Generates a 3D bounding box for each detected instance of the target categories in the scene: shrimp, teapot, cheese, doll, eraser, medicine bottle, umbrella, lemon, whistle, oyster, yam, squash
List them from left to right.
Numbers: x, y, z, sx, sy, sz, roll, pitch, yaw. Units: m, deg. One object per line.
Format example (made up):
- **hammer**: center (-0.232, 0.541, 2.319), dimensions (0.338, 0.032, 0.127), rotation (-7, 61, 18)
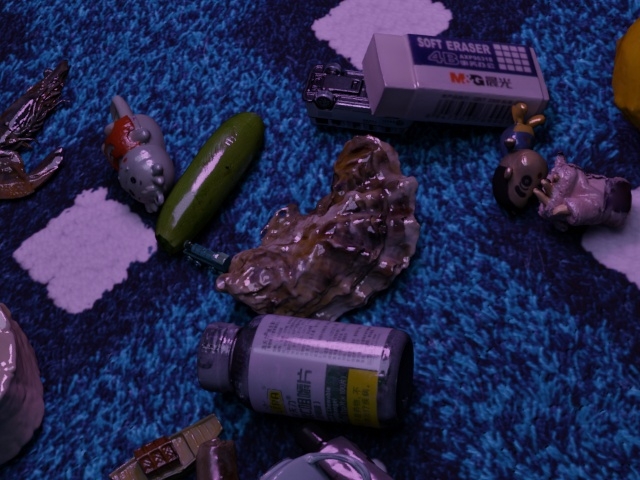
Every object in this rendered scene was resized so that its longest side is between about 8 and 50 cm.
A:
- **cheese**: center (-0.577, 0.203, 1.905), dimensions (0.332, 0.153, 0.292), rotation (-1, 55, 10)
- **shrimp**: center (-0.492, -0.189, 2.234), dimensions (0.169, 0.058, 0.296), rotation (27, 68, 20)
- **whistle**: center (-0.303, -0.148, 2.123), dimensions (0.102, 0.105, 0.253), rotation (-44, 50, 23)
- **squash**: center (-0.177, -0.102, 2.081), dimensions (0.082, 0.082, 0.292), rotation (21, 62, 25)
- **yam**: center (-0.142, 0.415, 1.712), dimensions (0.067, 0.071, 0.317), rotation (-6, 56, 9)
- **teapot**: center (-0.022, 0.372, 1.672), dimensions (0.159, 0.159, 0.232), rotation (41, 102, 32)
- **medicine bottle**: center (-0.023, 0.179, 1.809), dimensions (0.293, 0.141, 0.141), rotation (6, 57, 16)
- **oyster**: center (0.000, -0.001, 1.949), dimensions (0.351, 0.115, 0.238), rotation (-29, 54, -9)
- **umbrella**: center (0.088, 0.353, 1.707), dimensions (0.073, 0.067, 0.337), rotation (-26, 50, -36)
- **eraser**: center (0.214, -0.254, 2.043), dimensions (0.279, 0.081, 0.124), rotation (3, 54, -16)
- **doll**: center (0.313, -0.125, 1.985), dimensions (0.089, 0.102, 0.179), rotation (-4, 68, 47)
- **lemon**: center (0.571, -0.241, 1.928), dimensions (0.288, 0.233, 0.233), rotation (32, 67, 20)

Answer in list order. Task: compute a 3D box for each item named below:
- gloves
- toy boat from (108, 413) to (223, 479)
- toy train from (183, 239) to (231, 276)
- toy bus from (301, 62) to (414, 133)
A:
- **gloves**: center (0.392, -0.062, 1.923), dimensions (0.144, 0.094, 0.110), rotation (26, 74, 7)
- **toy boat**: center (-0.215, 0.304, 1.810), dimensions (0.172, 0.066, 0.065), rotation (-28, 51, -9)
- **toy train**: center (-0.178, 0.027, 2.011), dimensions (0.092, 0.045, 0.029), rotation (25, 61, 24)
- **toy bus**: center (0.071, -0.228, 2.108), dimensions (0.193, 0.089, 0.087), rotation (8, 53, 10)
